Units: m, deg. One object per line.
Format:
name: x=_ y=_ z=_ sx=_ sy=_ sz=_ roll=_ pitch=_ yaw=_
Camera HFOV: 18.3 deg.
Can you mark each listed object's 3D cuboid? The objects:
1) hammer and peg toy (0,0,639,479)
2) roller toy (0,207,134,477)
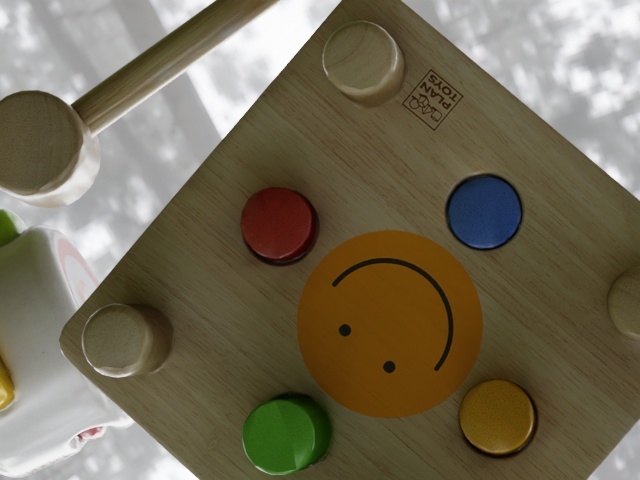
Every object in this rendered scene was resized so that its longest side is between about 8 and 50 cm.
hammer and peg toy: x=0.000 y=0.000 z=1.008 sx=0.361 sy=0.127 sz=0.266 roll=42 pitch=-86 yaw=8
roller toy: x=-0.251 y=0.098 z=1.676 sx=0.146 sy=0.191 sz=0.209 roll=-27 pitch=-142 yaw=4
